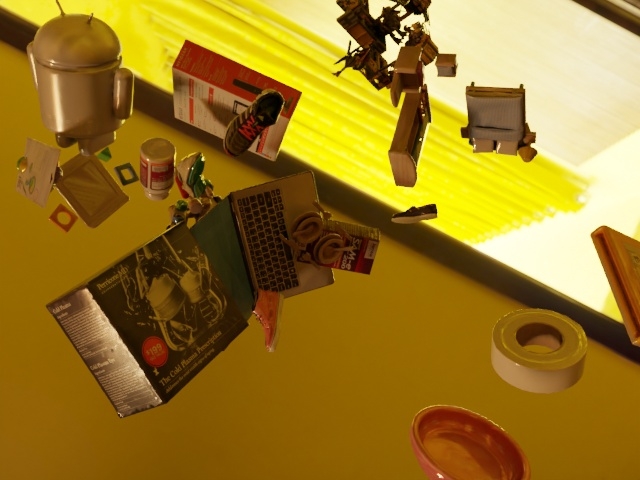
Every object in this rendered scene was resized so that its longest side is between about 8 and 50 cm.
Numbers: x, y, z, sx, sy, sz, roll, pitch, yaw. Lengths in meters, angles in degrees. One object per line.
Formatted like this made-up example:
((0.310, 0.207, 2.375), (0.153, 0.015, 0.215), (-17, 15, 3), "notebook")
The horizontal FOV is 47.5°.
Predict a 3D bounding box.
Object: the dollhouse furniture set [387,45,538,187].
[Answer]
((0.316, -0.245, 1.579), (0.286, 0.303, 0.198), (64, 38, -59), "dollhouse furniture set")

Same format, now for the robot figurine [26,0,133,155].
((-0.571, -0.384, 1.738), (0.200, 0.300, 0.353), (-53, 155, -52), "robot figurine")

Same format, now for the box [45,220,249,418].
((-0.391, 0.177, 1.700), (0.179, 0.312, 0.343), (-25, -169, 37), "box")

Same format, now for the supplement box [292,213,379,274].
((0.046, 0.013, 2.166), (0.073, 0.239, 0.130), (-88, -171, -58), "supplement box")

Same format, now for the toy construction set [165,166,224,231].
((-0.397, -0.109, 2.286), (0.309, 0.257, 0.237), (79, -15, -46), "toy construction set")

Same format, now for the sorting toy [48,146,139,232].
((-0.672, -0.146, 2.096), (0.047, 0.196, 0.347), (-28, -163, 39), "sorting toy")

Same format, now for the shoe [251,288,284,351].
((-0.155, 0.223, 2.046), (0.063, 0.081, 0.178), (136, -35, -58), "shoe")

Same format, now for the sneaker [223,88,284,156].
((-0.131, -0.240, 1.466), (0.170, 0.063, 0.075), (-51, -159, -12), "sneaker")

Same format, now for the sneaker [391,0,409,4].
((0.102, -0.663, 1.611), (0.178, 0.295, 0.124), (-60, 180, 10), "sneaker")

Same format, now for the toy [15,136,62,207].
((-0.655, -0.161, 1.724), (0.237, 0.056, 0.137), (20, -84, 46), "toy")

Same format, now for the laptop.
((-0.152, 0.051, 2.115), (0.236, 0.408, 0.382), (-131, -153, -65), "laptop")

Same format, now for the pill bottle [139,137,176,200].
((-0.402, -0.172, 1.793), (0.152, 0.086, 0.086), (107, 5, -48), "pill bottle")

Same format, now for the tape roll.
((0.671, 0.334, 2.239), (0.286, 0.286, 0.100), (-67, 156, -54), "tape roll")

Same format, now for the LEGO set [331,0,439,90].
((0.156, -0.559, 1.863), (0.255, 0.192, 0.331), (-21, -133, 36), "LEGO set")

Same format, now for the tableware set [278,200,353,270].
((0.000, 0.000, 1.807), (0.128, 0.194, 0.039), (-45, -135, 2), "tableware set")

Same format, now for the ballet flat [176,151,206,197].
((-0.257, -0.130, 1.413), (0.057, 0.052, 0.168), (-57, 174, -22), "ballet flat")

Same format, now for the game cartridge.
((0.747, 0.127, 1.583), (0.052, 0.324, 0.285), (-45, -141, 40), "game cartridge")

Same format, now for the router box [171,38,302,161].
((-0.220, -0.342, 1.845), (0.335, 0.301, 0.082), (135, -21, -75), "router box")

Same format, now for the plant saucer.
((0.387, 0.575, 1.931), (0.332, 0.332, 0.084), (-70, 178, -66), "plant saucer")

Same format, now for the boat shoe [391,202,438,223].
((0.259, -0.074, 2.000), (0.049, 0.133, 0.042), (28, 57, -58), "boat shoe")
